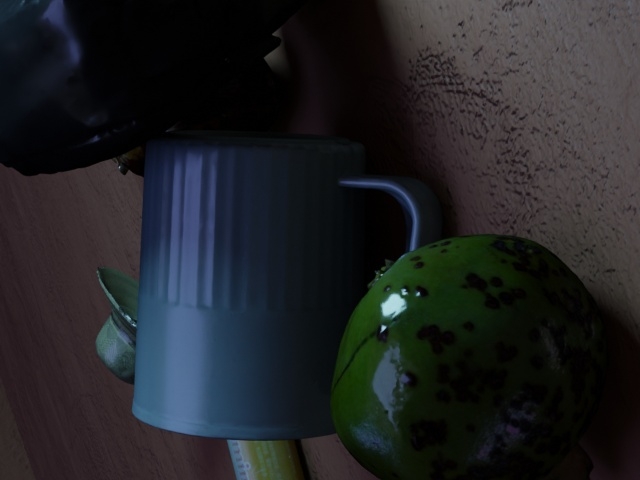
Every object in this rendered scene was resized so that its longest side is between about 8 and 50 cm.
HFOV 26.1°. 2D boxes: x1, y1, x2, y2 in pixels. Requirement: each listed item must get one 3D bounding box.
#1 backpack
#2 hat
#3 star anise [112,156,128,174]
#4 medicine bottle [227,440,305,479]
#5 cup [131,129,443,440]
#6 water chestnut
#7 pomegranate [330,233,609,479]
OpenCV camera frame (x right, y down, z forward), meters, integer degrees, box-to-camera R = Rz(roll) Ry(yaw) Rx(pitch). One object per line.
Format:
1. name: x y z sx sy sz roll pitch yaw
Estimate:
1. backpack: -0.170 -0.267 1.491 0.363 0.446 0.255 -13 110 47
2. hat: -0.278 0.160 2.098 0.110 0.252 0.252 -47 42 7
3. star anise: -0.312 -0.239 2.200 0.214 0.099 0.220 49 140 25
4. medicine bottle: -0.073 0.303 1.901 0.108 0.108 0.426 142 116 -63
5. cup: -0.057 0.042 1.493 0.331 0.257 0.311 11 101 57
6. water chestnut: -0.154 -0.156 1.751 0.238 0.224 0.224 68 155 7
7. pomegranate: 0.136 0.125 1.212 0.270 0.254 0.254 52 159 -11
